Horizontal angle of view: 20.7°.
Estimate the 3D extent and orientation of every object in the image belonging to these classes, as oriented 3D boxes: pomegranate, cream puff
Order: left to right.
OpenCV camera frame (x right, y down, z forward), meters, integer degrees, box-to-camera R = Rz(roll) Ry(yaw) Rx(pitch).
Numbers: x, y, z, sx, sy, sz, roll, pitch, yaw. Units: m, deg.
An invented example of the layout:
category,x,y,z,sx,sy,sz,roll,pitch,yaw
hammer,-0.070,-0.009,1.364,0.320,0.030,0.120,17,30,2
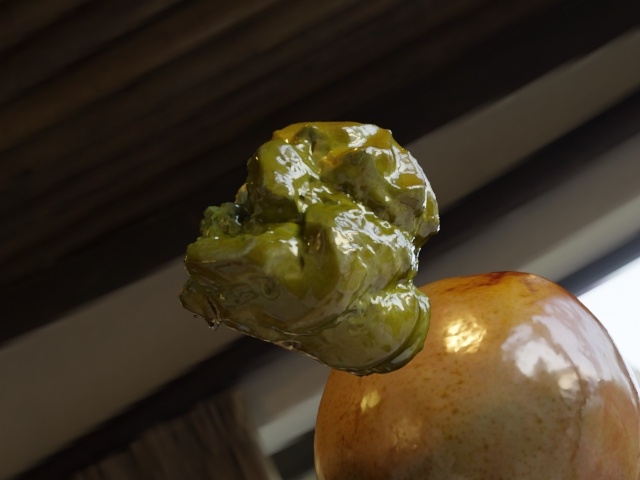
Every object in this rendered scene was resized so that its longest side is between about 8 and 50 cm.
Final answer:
category,x,y,z,sx,sy,sz,roll,pitch,yaw
cream puff,0.005,0.002,1.253,0.194,0.195,0.221,-25,1,-2
pomegranate,0.133,0.183,1.473,0.319,0.319,0.319,-22,-24,-10
